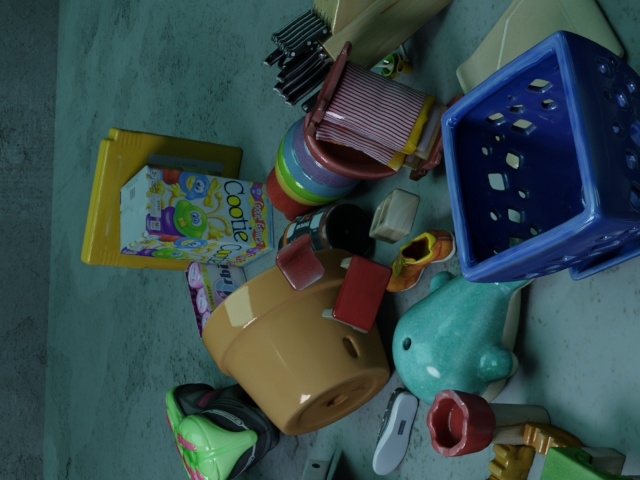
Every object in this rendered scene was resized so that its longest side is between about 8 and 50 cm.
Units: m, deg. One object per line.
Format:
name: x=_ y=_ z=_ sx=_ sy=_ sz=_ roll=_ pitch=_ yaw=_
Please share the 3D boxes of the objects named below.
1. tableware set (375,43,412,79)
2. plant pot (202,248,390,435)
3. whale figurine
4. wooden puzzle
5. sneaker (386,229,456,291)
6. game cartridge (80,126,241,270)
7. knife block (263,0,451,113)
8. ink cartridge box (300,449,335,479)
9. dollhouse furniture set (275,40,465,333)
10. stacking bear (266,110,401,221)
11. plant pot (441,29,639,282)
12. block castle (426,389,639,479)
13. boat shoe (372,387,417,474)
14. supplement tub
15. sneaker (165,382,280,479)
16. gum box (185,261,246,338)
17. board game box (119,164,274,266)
tableware set: x=0.108 y=-0.256 z=1.813 sx=0.154 sy=0.024 sz=0.104 roll=-53 pitch=42 yaw=40
plant pot: x=-0.021 y=0.179 z=1.718 sx=0.203 sy=0.290 sz=0.291 roll=60 pitch=136 yaw=24
whale figurine: x=0.195 y=0.110 z=1.470 sx=0.272 sy=0.141 sz=0.216 roll=-64 pitch=35 yaw=28
wooden puzzle: x=0.301 y=-0.245 z=1.470 sx=0.239 sy=0.044 sz=0.221 roll=-49 pitch=44 yaw=37
sneaker: x=0.141 y=0.027 z=1.657 sx=0.175 sy=0.067 sz=0.064 roll=-46 pitch=48 yaw=48
game cartridge: x=-0.330 y=-0.078 z=2.229 sx=0.052 sy=0.323 sz=0.285 roll=19 pitch=101 yaw=48
knife block: x=0.054 y=-0.317 z=1.708 sx=0.088 sy=0.275 sz=0.242 roll=-125 pitch=39 yaw=-49
ink cartridge box: x=-0.035 y=0.476 z=1.764 sx=0.208 sy=0.045 sz=0.206 roll=-58 pitch=-16 yaw=-69
dollhouse furniture set: x=0.052 y=-0.072 z=1.573 sx=0.152 sy=0.201 sz=0.374 roll=135 pitch=156 yaw=-77
stacking bear: x=-0.006 y=-0.130 z=1.855 sx=0.289 sy=0.164 sz=0.175 roll=-42 pitch=64 yaw=59
plant pot: x=0.302 y=-0.080 z=1.257 sx=0.236 sy=0.212 sz=0.236 roll=-33 pitch=56 yaw=52
block castle: x=0.263 y=0.386 z=1.226 sx=0.453 sy=0.212 sz=0.303 roll=28 pitch=108 yaw=58
boat shoe: x=0.115 y=0.300 z=1.668 sx=0.040 sy=0.049 sz=0.142 roll=37 pitch=109 yaw=63
supplement tub: x=0.000 y=0.000 z=1.864 sx=0.198 sy=0.106 sz=0.106 roll=-18 pitch=68 yaw=57
sneaker: x=-0.182 y=0.366 z=2.056 sx=0.483 sy=0.202 sz=0.185 roll=-169 pitch=62 yaw=-75
gum box: x=-0.205 y=0.124 z=2.188 sx=0.062 sy=0.107 sz=0.188 roll=-55 pitch=40 yaw=39
board game box: x=-0.248 y=-0.043 z=2.129 sx=0.144 sy=0.275 sz=0.142 roll=-30 pitch=59 yaw=54
